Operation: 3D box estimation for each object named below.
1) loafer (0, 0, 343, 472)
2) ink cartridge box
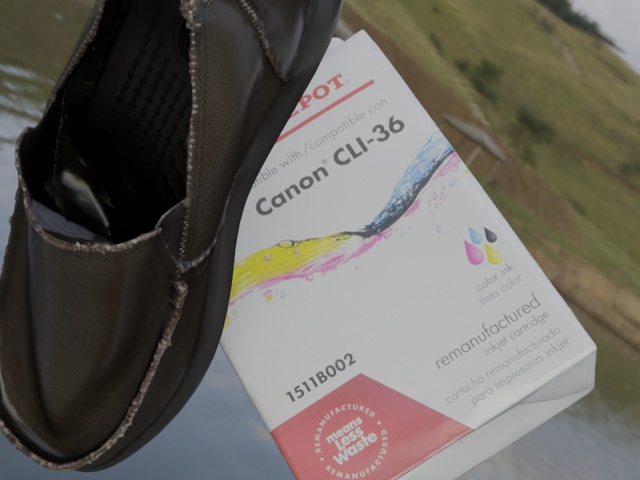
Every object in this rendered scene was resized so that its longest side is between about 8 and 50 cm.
[{"bbox_3d":[-0.070,-0.010,0.360,0.080,0.220,0.078,32,28,18],"label":"loafer"},{"bbox_3d":[0.006,0.001,0.457,0.198,0.115,0.067,57,0,24],"label":"ink cartridge box"}]
